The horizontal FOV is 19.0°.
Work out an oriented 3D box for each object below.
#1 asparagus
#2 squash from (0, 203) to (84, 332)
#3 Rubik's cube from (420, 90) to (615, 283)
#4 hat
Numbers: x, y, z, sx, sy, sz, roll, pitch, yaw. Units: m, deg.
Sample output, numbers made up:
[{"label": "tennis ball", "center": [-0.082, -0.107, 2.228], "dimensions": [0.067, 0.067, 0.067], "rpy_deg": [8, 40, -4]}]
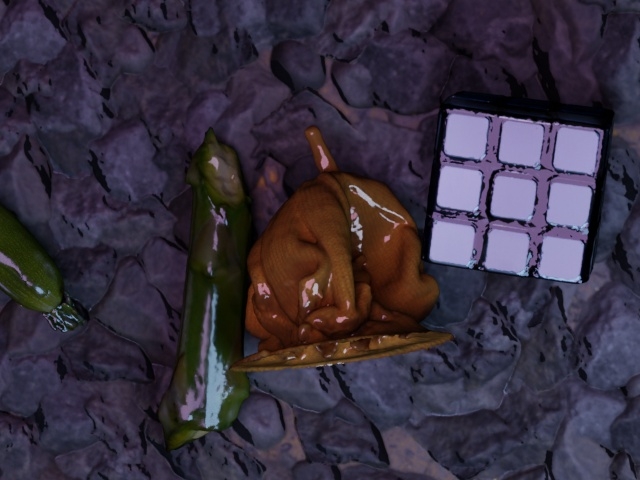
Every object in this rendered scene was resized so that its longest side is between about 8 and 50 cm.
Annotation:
[{"label": "asparagus", "center": [-0.110, 0.059, 1.944], "dimensions": [0.082, 0.085, 0.343], "rpy_deg": [1, 103, -35]}, {"label": "squash", "center": [-0.369, -0.020, 1.984], "dimensions": [0.318, 0.080, 0.071], "rpy_deg": [37, 64, 2]}, {"label": "Rubik's cube", "center": [0.191, -0.055, 1.827], "dimensions": [0.160, 0.162, 0.163], "rpy_deg": [8, 101, 10]}, {"label": "hat", "center": [0.000, 0.000, 1.857], "dimensions": [0.233, 0.244, 0.233], "rpy_deg": [-13, 80, 31]}]
